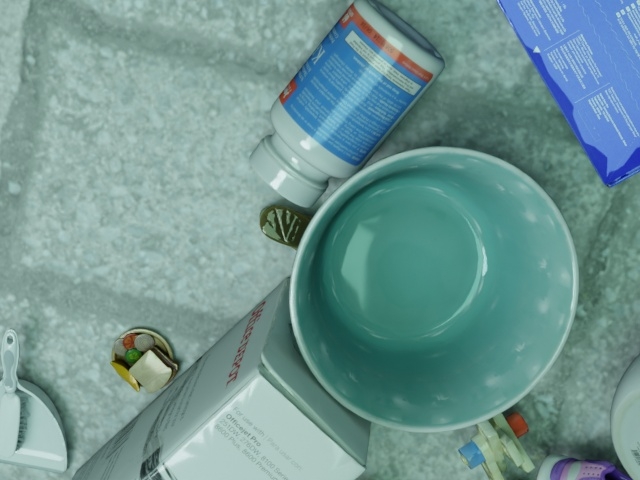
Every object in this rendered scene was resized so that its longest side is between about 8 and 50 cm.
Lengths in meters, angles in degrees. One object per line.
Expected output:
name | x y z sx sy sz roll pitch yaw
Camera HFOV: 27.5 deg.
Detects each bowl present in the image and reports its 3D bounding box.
bowl | 0.111 0.040 1.443 0.312 0.163 0.311 -2 101 -8

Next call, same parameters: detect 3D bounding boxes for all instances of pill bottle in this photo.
pill bottle | 0.023 -0.147 1.433 0.124 0.124 0.221 38 106 -7

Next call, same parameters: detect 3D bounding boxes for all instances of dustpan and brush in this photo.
dustpan and brush | -0.381 0.197 1.613 0.147 0.060 0.211 9 108 3

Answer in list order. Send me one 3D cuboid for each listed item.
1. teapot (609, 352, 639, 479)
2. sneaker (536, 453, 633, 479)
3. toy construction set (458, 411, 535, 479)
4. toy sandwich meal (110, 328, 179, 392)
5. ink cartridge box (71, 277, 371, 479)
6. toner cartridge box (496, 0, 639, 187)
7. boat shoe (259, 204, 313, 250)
teapot | 0.464 0.190 1.474 0.252 0.187 0.256 31 136 15
sneaker | 0.362 0.335 1.541 0.236 0.095 0.104 44 140 -19
toy construction set | 0.131 0.335 1.574 0.328 0.151 0.215 -35 76 7
toy sandwich meal | -0.218 0.149 1.598 0.086 0.029 0.085 2 108 5
ink cartridge box | -0.129 0.261 1.491 0.166 0.285 0.395 44 107 -10
toner cartridge box | 0.291 -0.246 1.402 0.165 0.075 0.347 -30 103 12
boat shoe | -0.001 0.001 1.529 0.153 0.048 0.056 23 96 -9
